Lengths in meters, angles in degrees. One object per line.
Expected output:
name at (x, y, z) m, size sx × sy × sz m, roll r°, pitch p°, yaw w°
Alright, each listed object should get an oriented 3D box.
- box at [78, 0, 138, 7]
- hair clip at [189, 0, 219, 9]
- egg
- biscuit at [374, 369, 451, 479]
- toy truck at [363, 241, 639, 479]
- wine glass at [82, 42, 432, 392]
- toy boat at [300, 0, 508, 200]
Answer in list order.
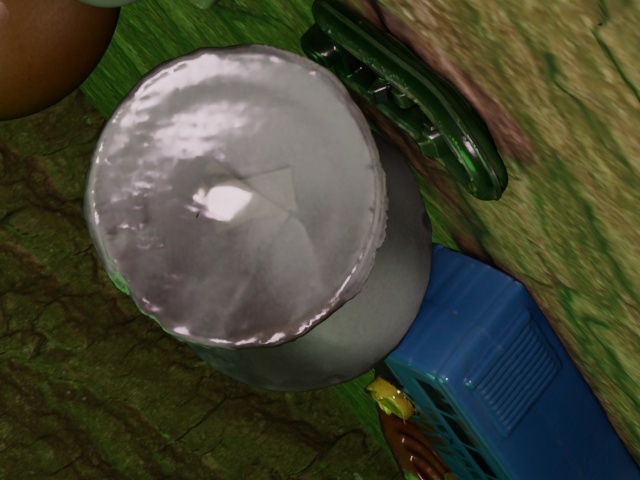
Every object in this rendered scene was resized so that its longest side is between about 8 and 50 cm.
box at (-0.232, -0.337, 1.186) m, size 0.289 × 0.141 × 0.349 m, roll 48°, pitch 173°, yaw -2°
hair clip at (-0.132, -0.255, 1.437) m, size 0.072 × 0.034 × 0.226 m, roll 51°, pitch 171°, yaw -34°
egg at (-0.345, -0.281, 1.478) m, size 0.282 × 0.282 × 0.351 m, roll 58°, pitch -164°, yaw -54°
biscuit at (0.177, 0.249, 1.696) m, size 0.318 × 0.040 × 0.318 m, roll 38°, pitch -151°, yaw -25°
toy truck at (0.185, 0.179, 1.458) m, size 0.162 × 0.161 × 0.385 m, roll 24°, pitch 156°, yaw 48°
wine glass at (-0.044, -0.012, 1.139) m, size 0.267 × 0.267 × 0.406 m, roll 46°, pitch 180°, yaw 8°
toy boat at (0.066, -0.105, 1.069) m, size 0.210 × 0.052 × 0.104 m, roll 44°, pitch 169°, yaw 26°
